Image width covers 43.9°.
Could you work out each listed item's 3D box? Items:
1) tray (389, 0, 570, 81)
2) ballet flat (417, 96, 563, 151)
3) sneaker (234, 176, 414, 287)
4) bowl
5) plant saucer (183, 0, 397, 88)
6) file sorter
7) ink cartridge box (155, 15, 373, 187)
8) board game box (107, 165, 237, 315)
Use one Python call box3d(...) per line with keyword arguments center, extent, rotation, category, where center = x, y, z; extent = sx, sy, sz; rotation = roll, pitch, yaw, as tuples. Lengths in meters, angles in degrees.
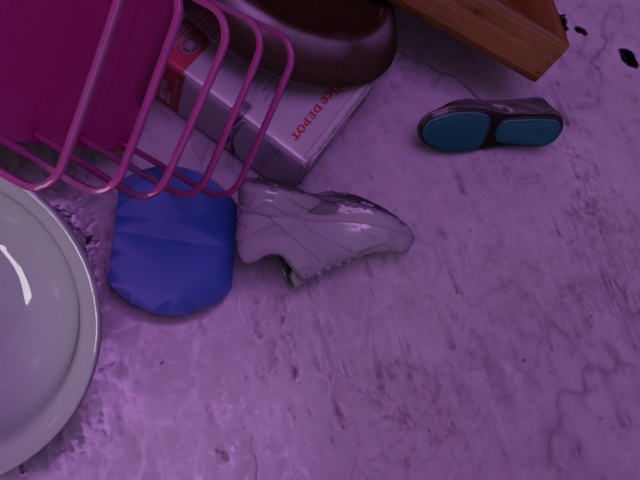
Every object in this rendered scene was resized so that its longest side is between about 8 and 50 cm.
box3d(center=(0.118, -0.367, 1.004), extent=(0.410, 0.076, 0.203), rotation=(22, 43, -21), category="tray")
box3d(center=(0.216, -0.157, 1.044), extent=(0.213, 0.072, 0.068), rotation=(-2, 43, -18), category="ballet flat")
box3d(center=(0.000, 0.000, 0.908), extent=(0.232, 0.090, 0.115), rotation=(10, 102, -27), category="sneaker")
box3d(center=(-0.343, 0.060, 0.715), extent=(0.297, 0.134, 0.298), rotation=(-1, 99, -9), category="bowl")
box3d(center=(-0.035, -0.310, 0.943), extent=(0.310, 0.050, 0.311), rotation=(17, 49, -20), category="plant saucer")
box3d(center=(-0.179, -0.152, 0.713), extent=(0.182, 0.290, 0.202), rotation=(28, 103, 20), category="file sorter")
box3d(center=(-0.070, -0.184, 0.944), extent=(0.218, 0.092, 0.159), rotation=(36, 63, 1), category="ink cartridge box")
box3d(center=(-0.163, 0.002, 0.878), extent=(0.133, 0.033, 0.169), rotation=(8, 72, -19), category="board game box")
